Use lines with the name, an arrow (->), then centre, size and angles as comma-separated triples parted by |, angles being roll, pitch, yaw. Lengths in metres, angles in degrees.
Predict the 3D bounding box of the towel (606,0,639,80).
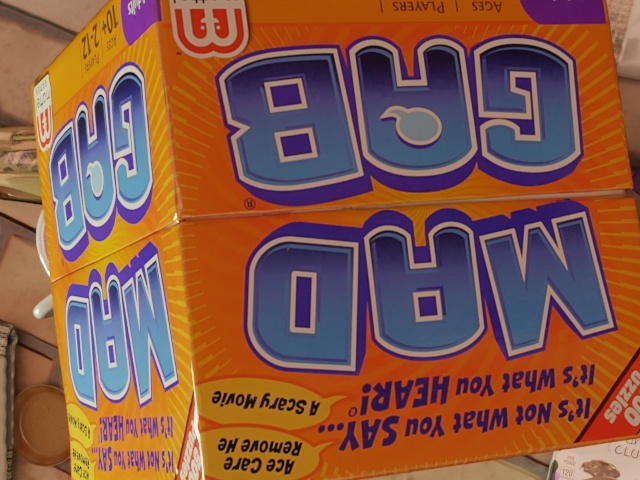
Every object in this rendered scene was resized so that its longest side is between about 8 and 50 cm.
towel -> 0.326, -0.243, 1.315 | 0.285, 0.034, 0.209 | 13, 96, 14

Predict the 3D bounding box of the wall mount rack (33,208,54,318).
wall mount rack -> -0.094, 0.064, 1.373 | 0.304, 0.130, 0.350 | -36, 84, 14

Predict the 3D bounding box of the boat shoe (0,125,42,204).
boat shoe -> -0.329, -0.088, 1.438 | 0.285, 0.104, 0.089 | 8, 88, 2

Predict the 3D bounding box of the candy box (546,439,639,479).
candy box -> 0.296, 0.194, 1.309 | 0.164, 0.070, 0.196 | 13, 94, 12

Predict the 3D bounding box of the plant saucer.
plant saucer -> -0.278, 0.187, 1.467 | 0.083, 0.015, 0.083 | 0, 92, 13

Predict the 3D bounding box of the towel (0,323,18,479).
towel -> -0.455, 0.242, 1.480 | 0.312, 0.056, 0.324 | 1, 92, 16

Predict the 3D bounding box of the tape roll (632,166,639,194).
tape roll -> 0.386, 0.004, 1.181 | 0.275, 0.275, 0.090 | 39, 98, 10

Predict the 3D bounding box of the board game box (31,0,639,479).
board game box -> 0.000, 0.000, 1.145 | 0.356, 0.356, 0.356 | -4, 84, -24
